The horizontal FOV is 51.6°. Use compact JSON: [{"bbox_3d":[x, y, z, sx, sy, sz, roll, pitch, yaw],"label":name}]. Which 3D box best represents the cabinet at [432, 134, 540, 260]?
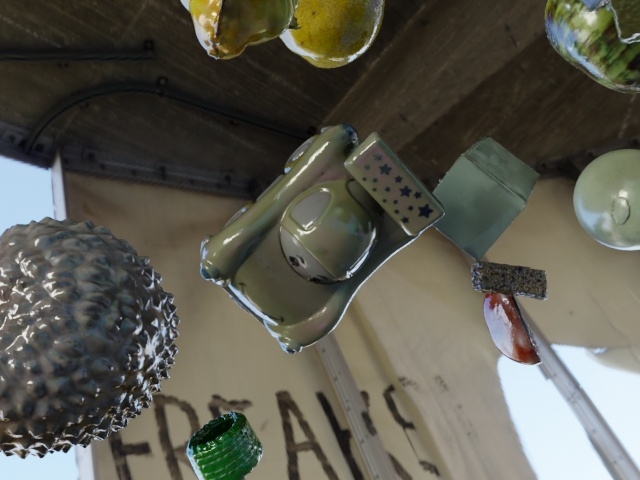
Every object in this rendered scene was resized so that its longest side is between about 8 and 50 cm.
[{"bbox_3d":[0.310,-0.092,1.281,0.145,0.150,0.206,-56,-9,30],"label":"cabinet"}]

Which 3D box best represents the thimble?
[{"bbox_3d":[-0.164,0.360,1.140,0.118,0.130,0.090,-27,-82,-6],"label":"thimble"}]

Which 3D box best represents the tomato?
[{"bbox_3d":[0.393,0.182,1.387,0.082,0.174,0.166,-24,-41,13],"label":"tomato"}]

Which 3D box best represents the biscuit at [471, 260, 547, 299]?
[{"bbox_3d":[0.372,0.078,1.294,0.199,0.064,0.034,10,-21,-33],"label":"biscuit"}]

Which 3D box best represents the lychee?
[{"bbox_3d":[-0.419,0.158,1.066,0.380,0.380,0.432,-37,-38,12],"label":"lychee"}]

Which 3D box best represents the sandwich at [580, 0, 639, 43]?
[{"bbox_3d":[0.320,-0.384,0.698,0.301,0.162,0.250,-56,-51,-31],"label":"sandwich"}]

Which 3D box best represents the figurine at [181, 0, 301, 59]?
[{"bbox_3d":[-0.088,-0.318,0.832,0.156,0.246,0.131,16,-49,-1],"label":"figurine"}]

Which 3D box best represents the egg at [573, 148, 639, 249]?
[{"bbox_3d":[0.577,-0.078,1.249,0.186,0.253,0.187,5,-74,16],"label":"egg"}]

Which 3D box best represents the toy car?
[{"bbox_3d":[0.000,0.000,1.037,0.336,0.226,0.242,-46,-72,-3],"label":"toy car"}]

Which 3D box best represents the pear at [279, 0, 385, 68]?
[{"bbox_3d":[0.017,-0.418,1.173,0.208,0.209,0.209,-13,-43,-13],"label":"pear"}]

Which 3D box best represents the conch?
[{"bbox_3d":[0.421,-0.290,0.892,0.181,0.124,0.187,-30,-71,4],"label":"conch"}]
